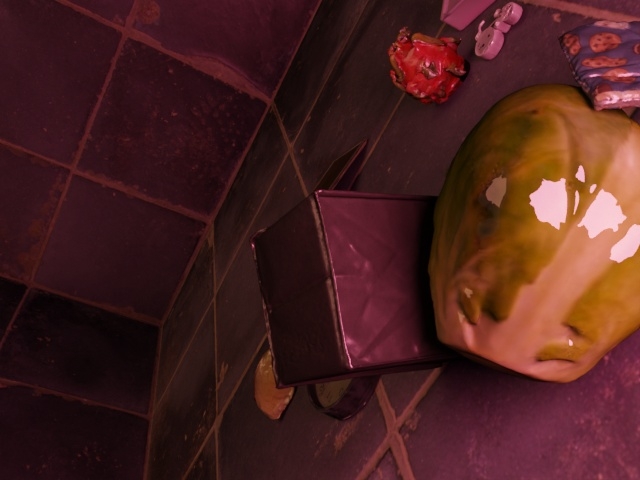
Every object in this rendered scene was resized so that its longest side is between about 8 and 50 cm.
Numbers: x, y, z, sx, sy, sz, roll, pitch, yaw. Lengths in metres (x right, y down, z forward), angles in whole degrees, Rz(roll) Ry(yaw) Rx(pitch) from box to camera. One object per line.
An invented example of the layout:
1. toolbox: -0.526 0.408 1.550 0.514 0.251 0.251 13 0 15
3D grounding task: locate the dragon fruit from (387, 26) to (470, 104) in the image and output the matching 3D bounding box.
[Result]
1. dragon fruit: 0.245 -0.413 1.371 0.167 0.172 0.160 -64 21 10

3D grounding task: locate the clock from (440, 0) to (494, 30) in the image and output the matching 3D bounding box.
1. clock: 0.377 -0.618 1.402 0.197 0.063 0.150 -33 40 56

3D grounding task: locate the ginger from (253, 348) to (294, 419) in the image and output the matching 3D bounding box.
1. ginger: -0.126 0.388 1.629 0.122 0.115 0.193 104 179 -86

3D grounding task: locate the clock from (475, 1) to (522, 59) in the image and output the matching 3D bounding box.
1. clock: 0.380 -0.456 1.267 0.087 0.041 0.129 -94 28 -43

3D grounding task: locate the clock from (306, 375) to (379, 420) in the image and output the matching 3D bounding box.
1. clock: 0.053 0.263 1.343 0.281 0.055 0.281 -51 27 38

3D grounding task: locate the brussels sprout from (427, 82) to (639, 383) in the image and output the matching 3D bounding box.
1. brussels sprout: 0.280 -0.014 0.750 0.315 0.275 0.371 -25 48 66

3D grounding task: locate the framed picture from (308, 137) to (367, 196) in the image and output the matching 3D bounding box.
1. framed picture: 0.027 -0.181 1.783 0.273 0.016 0.216 -56 15 -25

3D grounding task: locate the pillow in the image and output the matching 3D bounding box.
1. pillow: 0.429 -0.220 0.694 0.189 0.255 0.034 -84 -15 -45

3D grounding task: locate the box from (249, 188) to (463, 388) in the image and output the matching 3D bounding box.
1. box: 0.101 0.080 0.923 0.204 0.345 0.251 -32 64 53
